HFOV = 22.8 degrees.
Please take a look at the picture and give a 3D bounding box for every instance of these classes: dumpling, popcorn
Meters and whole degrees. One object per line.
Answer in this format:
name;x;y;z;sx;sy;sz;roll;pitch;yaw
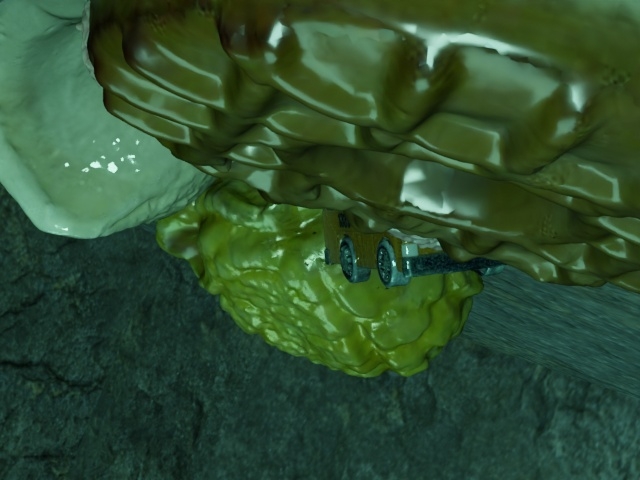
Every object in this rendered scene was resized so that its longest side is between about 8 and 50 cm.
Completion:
dumpling;-0.128;-0.087;0.957;0.166;0.215;0.126;37;155;0
popcorn;0.000;0.000;1.338;0.286;0.173;0.225;32;160;3

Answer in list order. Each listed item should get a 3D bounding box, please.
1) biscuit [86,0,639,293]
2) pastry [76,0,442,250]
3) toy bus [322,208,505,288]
biscuit;0.064;-0.058;0.660;0.332;0.103;0.332;15;170;3
pastry;-0.003;-0.080;0.866;0.265;0.102;0.112;21;168;-11
toy bus;0.062;-0.024;1.120;0.091;0.103;0.182;-8;-176;-17
